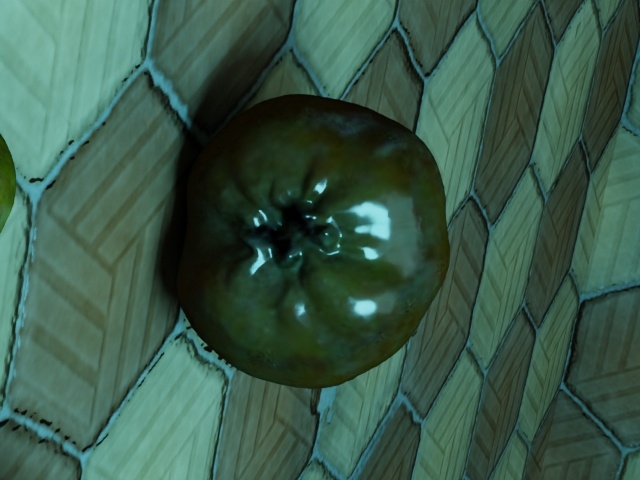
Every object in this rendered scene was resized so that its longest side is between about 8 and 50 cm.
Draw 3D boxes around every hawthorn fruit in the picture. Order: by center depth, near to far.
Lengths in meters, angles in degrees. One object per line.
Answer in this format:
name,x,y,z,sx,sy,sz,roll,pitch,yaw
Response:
hawthorn fruit,0.000,0.000,1.233,0.251,0.199,0.199,6,99,-82

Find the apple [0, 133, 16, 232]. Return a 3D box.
apple,-0.186,-0.026,0.825,0.089,0.089,0.074,-47,165,-52
